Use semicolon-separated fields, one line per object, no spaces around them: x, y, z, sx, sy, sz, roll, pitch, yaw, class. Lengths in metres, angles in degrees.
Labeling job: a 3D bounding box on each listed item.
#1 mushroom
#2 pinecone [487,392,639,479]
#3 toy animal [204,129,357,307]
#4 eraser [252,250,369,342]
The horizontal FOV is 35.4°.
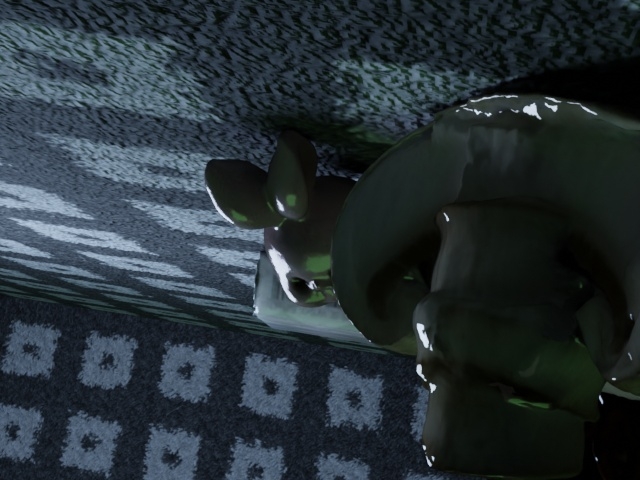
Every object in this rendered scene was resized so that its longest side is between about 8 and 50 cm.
0.141;0.034;0.552;0.189;0.195;0.254;11;174;-32;mushroom
0.261;0.149;0.736;0.298;0.242;0.296;34;125;-30;pinecone
0.001;0.002;0.734;0.124;0.124;0.212;2;172;37;toy animal
0.122;0.095;1.274;0.397;0.082;0.213;8;171;6;eraser
